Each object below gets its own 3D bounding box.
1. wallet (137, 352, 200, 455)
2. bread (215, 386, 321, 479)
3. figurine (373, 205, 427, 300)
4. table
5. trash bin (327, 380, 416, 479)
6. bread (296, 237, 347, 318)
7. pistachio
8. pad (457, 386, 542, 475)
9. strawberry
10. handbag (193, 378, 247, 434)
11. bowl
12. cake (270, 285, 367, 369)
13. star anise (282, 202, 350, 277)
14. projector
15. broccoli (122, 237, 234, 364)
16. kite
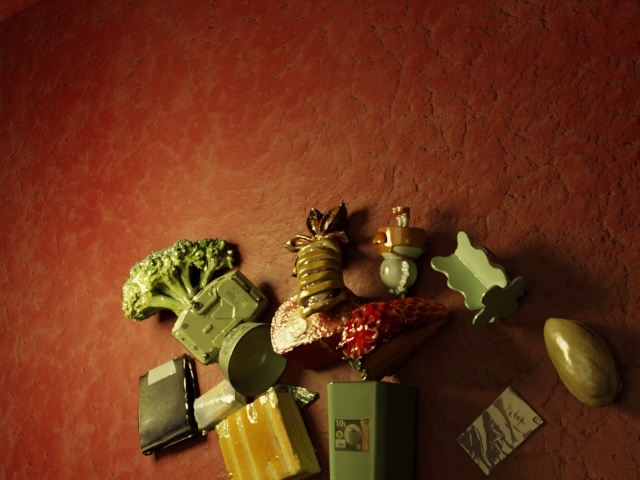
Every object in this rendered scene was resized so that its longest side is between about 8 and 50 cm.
[{"bbox_3d":[-0.471,0.507,2.184,0.221,0.071,0.262,-30,57,26],"label":"wallet"},{"bbox_3d":[-0.154,0.560,1.925,0.239,0.111,0.246,-32,63,21],"label":"bread"},{"bbox_3d":[0.218,0.045,1.880,0.143,0.143,0.271,-14,87,28],"label":"figurine"},{"bbox_3d":[0.386,0.089,1.743,0.166,0.166,0.198,-46,48,11],"label":"table"},{"bbox_3d":[0.130,0.518,1.707,0.158,0.223,0.343,-9,70,29],"label":"trash bin"},{"bbox_3d":[-0.004,0.097,1.869,0.134,0.081,0.225,-20,46,17],"label":"bread"},{"bbox_3d":[0.583,0.265,1.575,0.136,0.136,0.226,-39,52,15],"label":"pistachio"},{"bbox_3d":[0.424,0.452,1.677,0.187,0.006,0.113,-49,57,10],"label":"pad"},{"bbox_3d":[0.165,0.218,1.762,0.280,0.253,0.150,-43,60,10],"label":"strawberry"},{"bbox_3d":[-0.295,0.476,2.053,0.173,0.095,0.117,-38,29,16],"label":"handbag"},{"bbox_3d":[-0.204,0.322,1.999,0.112,0.211,0.211,18,84,45],"label":"bowl"},{"bbox_3d":[0.005,0.229,1.931,0.283,0.151,0.176,-25,48,24],"label":"cake"},{"bbox_3d":[-0.006,0.004,2.049,0.220,0.099,0.214,-22,49,29],"label":"star anise"},{"bbox_3d":[-0.303,0.211,2.064,0.193,0.088,0.269,45,72,0],"label":"projector"},{"bbox_3d":[-0.454,0.203,2.200,0.353,0.275,0.396,-14,81,33],"label":"broccoli"},{"bbox_3d":[-0.087,0.499,1.973,0.229,0.012,0.250,-47,56,13],"label":"kite"}]
